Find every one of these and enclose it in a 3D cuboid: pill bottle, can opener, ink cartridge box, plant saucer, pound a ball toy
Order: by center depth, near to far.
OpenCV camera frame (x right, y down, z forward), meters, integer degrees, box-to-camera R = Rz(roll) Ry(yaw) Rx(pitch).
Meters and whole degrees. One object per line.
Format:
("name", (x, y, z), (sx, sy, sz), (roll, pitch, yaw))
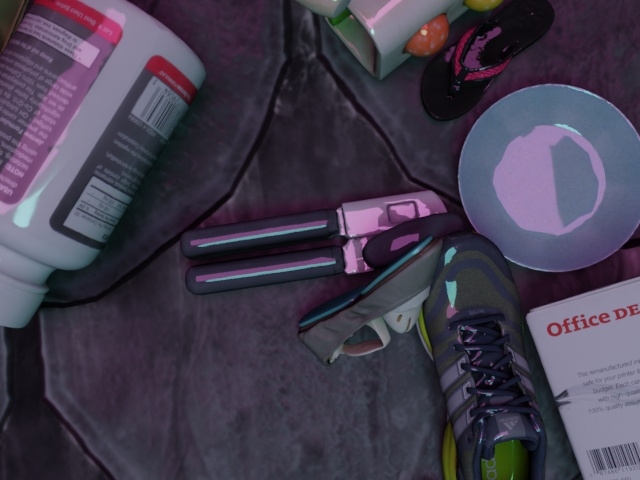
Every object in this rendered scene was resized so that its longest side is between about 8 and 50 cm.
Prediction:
("ink cartridge box", (0.311, 0.142, 0.732), (0.160, 0.092, 0.220), (-21, 83, 31))
("pound a ball toy", (0.118, -0.280, 0.754), (0.319, 0.208, 0.136), (-39, 84, -2))
("pill bottle", (-0.264, -0.082, 0.769), (0.176, 0.176, 0.319), (31, 86, 5))
("can opener", (0.000, 0.000, 0.788), (0.283, 0.095, 0.076), (-9, 83, -5))
("plant saucer", (0.238, -0.063, 0.813), (0.194, 0.037, 0.195), (0, 84, 3))

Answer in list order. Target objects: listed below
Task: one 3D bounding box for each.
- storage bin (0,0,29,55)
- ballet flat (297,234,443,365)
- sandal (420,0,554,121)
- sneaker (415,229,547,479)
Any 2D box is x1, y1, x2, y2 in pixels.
("storage bin", (-0.416, -0.217, 0.748), (0.123, 0.262, 0.261), (20, 86, 2))
("ballet flat", (0.058, 0.065, 0.748), (0.068, 0.213, 0.072), (53, 45, 0))
("sandal", (0.175, -0.201, 0.827), (0.179, 0.040, 0.067), (-43, 84, -2))
("sneaker", (0.163, 0.137, 0.735), (0.111, 0.121, 0.300), (-13, 96, -5))
